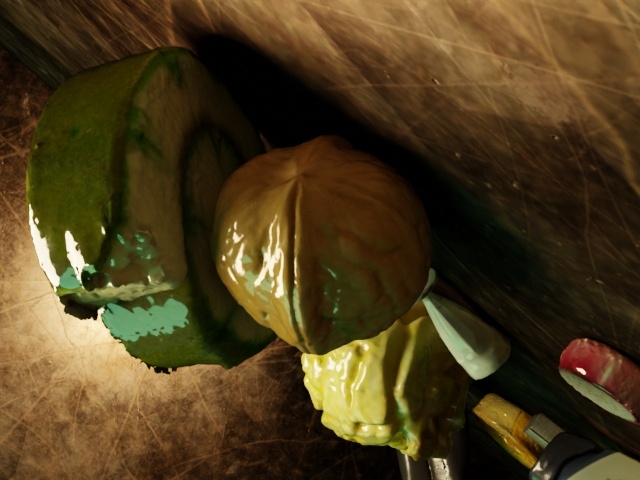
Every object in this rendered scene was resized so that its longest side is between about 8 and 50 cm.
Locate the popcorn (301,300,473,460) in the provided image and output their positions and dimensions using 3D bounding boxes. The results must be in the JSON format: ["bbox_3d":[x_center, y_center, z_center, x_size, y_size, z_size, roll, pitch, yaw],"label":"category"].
[{"bbox_3d":[0.111,0.192,1.132,0.237,0.293,0.293,1,146,43],"label":"popcorn"}]

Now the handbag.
[{"bbox_3d":[0.246,0.384,1.586,0.288,0.152,0.342,37,-136,-68],"label":"handbag"}]

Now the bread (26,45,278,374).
[{"bbox_3d":[-0.156,-0.024,0.839,0.382,0.129,0.366,-44,-57,-66],"label":"bread"}]

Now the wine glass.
[{"bbox_3d":[0.179,0.108,0.992,0.155,0.073,0.073,46,171,-18],"label":"wine glass"}]

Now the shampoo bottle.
[{"bbox_3d":[0.466,0.397,1.030,0.359,0.134,0.078,37,173,35],"label":"shampoo bottle"}]

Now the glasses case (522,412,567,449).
[{"bbox_3d":[0.462,0.392,1.347,0.205,0.047,0.071,38,171,14],"label":"glasses case"}]

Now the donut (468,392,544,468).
[{"bbox_3d":[0.390,0.378,1.515,0.190,0.074,0.174,46,172,-17],"label":"donut"}]

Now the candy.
[{"bbox_3d":[0.287,0.140,0.751,0.103,0.043,0.103,38,172,7],"label":"candy"}]

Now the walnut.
[{"bbox_3d":[0.000,0.000,0.743,0.228,0.228,0.228,39,172,6],"label":"walnut"}]
